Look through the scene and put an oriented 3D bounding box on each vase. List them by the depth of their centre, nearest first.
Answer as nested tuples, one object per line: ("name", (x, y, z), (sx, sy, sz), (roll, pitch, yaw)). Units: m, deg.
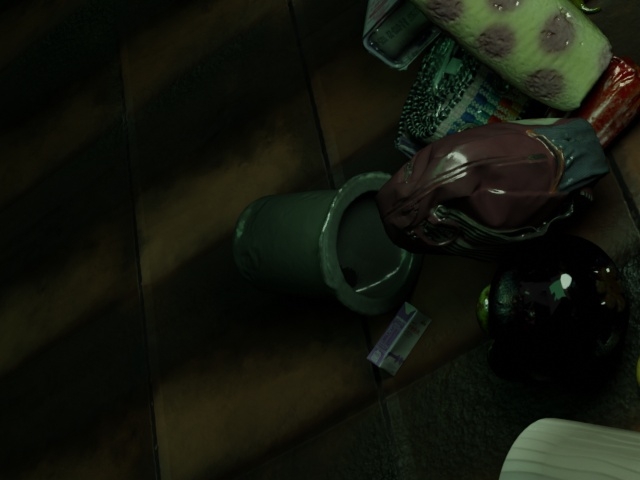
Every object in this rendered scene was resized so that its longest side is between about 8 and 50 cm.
("vase", (0.000, 0.000, 2.025), (0.291, 0.245, 0.245), (3, 68, 49))

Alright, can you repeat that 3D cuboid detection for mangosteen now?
("mangosteen", (0.330, 0.101, 1.682), (0.243, 0.243, 0.243), (-21, 53, 31))

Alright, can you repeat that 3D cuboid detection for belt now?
("belt", (0.268, -0.250, 1.972), (0.207, 0.160, 0.295), (-6, 58, 60))

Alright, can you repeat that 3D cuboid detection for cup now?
("cup", (0.395, 0.375, 1.494), (0.273, 0.288, 0.208), (7, 35, 44))

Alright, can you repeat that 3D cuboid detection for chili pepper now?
("chili pepper", (0.410, -0.191, 1.860), (0.144, 0.136, 0.252), (44, 107, 16))

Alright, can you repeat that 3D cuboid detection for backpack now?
("backpack", (0.241, -0.069, 1.743), (0.283, 0.317, 0.197), (-36, 73, 48))

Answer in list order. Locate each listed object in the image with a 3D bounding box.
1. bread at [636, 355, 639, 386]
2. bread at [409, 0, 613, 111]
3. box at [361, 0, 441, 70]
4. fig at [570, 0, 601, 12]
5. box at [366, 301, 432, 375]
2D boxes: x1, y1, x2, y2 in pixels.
("bread", (0.515, 0.183, 1.578), (0.149, 0.065, 0.187), (-51, 46, 21))
("bread", (0.274, -0.348, 1.770), (0.155, 0.338, 0.187), (-51, 19, 19))
("box", (0.178, -0.477, 2.130), (0.190, 0.112, 0.369), (-44, 24, 36))
("fig", (0.437, -0.434, 2.003), (0.084, 0.082, 0.098), (-4, 76, 1))
("box", (0.131, 0.163, 1.928), (0.036, 0.051, 0.117), (35, 92, 45))
